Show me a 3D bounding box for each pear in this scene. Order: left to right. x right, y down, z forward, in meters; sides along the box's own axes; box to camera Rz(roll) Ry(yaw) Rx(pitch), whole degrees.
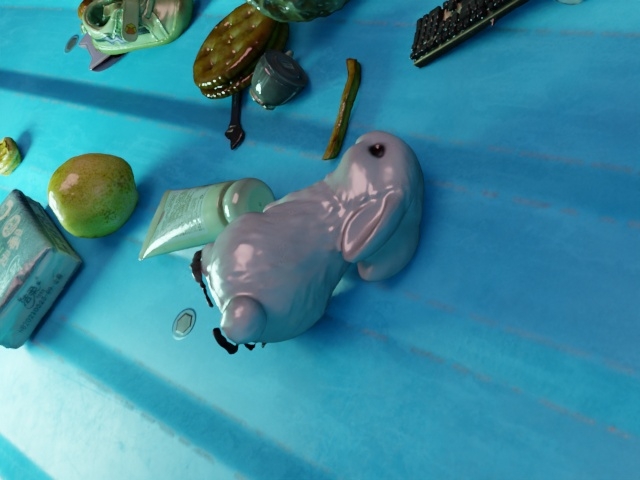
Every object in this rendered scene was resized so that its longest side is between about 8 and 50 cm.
[{"bbox_3d":[-0.432,-0.091,1.929,0.178,0.178,0.178,-25,48,31],"label":"pear"}]

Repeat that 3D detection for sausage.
[{"bbox_3d":[-0.534,-0.559,2.394,0.183,0.054,0.062,-61,-16,-57],"label":"sausage"}]

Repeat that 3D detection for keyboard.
[{"bbox_3d":[0.248,-0.357,1.485,0.317,0.027,0.106,-26,45,47],"label":"keyboard"}]

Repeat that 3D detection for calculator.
[{"bbox_3d":[-0.435,-0.518,2.324,0.294,0.043,0.194,-43,40,9],"label":"calculator"}]

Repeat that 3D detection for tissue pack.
[{"bbox_3d":[-0.630,0.052,2.071,0.228,0.103,0.315,-54,38,4],"label":"tissue pack"}]

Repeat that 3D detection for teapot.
[{"bbox_3d":[-0.074,-0.278,1.776,0.092,0.124,0.091,49,120,10],"label":"teapot"}]

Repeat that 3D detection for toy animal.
[{"bbox_3d":[0.000,0.000,1.427,0.357,0.194,0.258,-36,33,10],"label":"toy animal"}]

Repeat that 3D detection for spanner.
[{"bbox_3d":[-0.156,-0.251,1.877,0.046,0.012,0.209,-25,47,31],"label":"spanner"}]

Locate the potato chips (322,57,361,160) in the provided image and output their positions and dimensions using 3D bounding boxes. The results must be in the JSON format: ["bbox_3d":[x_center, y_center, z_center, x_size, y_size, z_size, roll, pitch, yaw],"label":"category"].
[{"bbox_3d":[0.038,-0.218,1.650,0.037,0.026,0.204,-12,56,44],"label":"potato chips"}]

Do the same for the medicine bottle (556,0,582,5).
[{"bbox_3d":[0.359,-0.384,1.419,0.057,0.057,0.089,3,66,46],"label":"medicine bottle"}]

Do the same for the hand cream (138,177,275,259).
[{"bbox_3d":[-0.203,-0.044,1.718,0.305,0.093,0.147,-7,57,44],"label":"hand cream"}]

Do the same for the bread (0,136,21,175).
[{"bbox_3d":[-0.756,-0.200,2.418,0.083,0.044,0.111,-51,38,11],"label":"bread"}]

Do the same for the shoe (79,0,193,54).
[{"bbox_3d":[-0.399,-0.475,2.177,0.262,0.128,0.140,-11,78,25],"label":"shoe"}]

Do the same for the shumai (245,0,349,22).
[{"bbox_3d":[-0.014,-0.510,1.727,0.222,0.260,0.225,-35,70,53],"label":"shumai"}]

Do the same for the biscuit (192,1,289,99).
[{"bbox_3d":[-0.155,-0.361,1.894,0.220,0.066,0.220,-27,39,25],"label":"biscuit"}]
